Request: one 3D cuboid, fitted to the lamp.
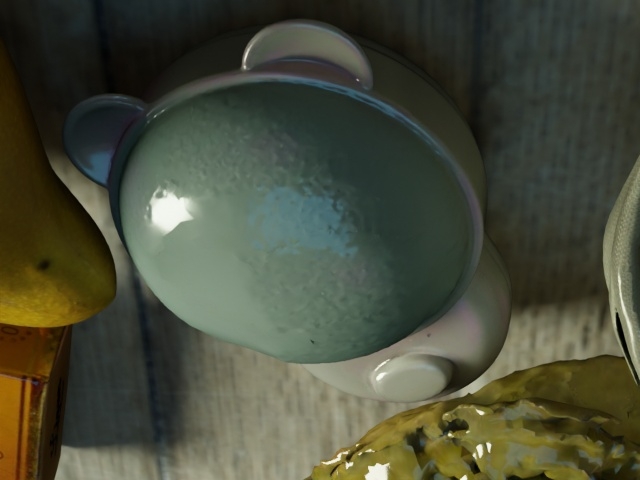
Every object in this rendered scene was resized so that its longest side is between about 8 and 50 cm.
[{"bbox_3d":[0.000,0.003,0.890,0.179,0.108,0.246,-15,133,30],"label":"lamp"}]

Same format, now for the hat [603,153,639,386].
[{"bbox_3d":[0.226,-0.006,0.863,0.219,0.164,0.226,-37,167,5],"label":"hat"}]

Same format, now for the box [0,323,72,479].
[{"bbox_3d":[-0.263,0.080,1.047,0.237,0.070,0.152,9,137,-3],"label":"box"}]

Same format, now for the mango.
[{"bbox_3d":[-0.196,-0.046,0.853,0.157,0.109,0.262,-9,127,36],"label":"mango"}]

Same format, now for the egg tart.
[{"bbox_3d":[0.129,0.166,0.989,0.297,0.132,0.297,-7,142,-5],"label":"egg tart"}]
